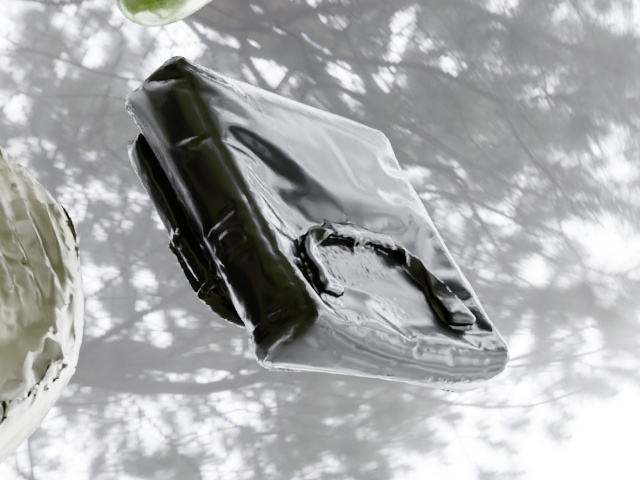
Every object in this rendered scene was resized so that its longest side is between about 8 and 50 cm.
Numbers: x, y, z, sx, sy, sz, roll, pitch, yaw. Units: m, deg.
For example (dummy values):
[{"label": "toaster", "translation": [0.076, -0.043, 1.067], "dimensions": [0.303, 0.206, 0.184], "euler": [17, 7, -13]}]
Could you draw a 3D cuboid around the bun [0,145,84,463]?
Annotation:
[{"label": "bun", "translation": [-0.315, 0.031, 0.833], "dimensions": [0.234, 0.362, 0.326], "euler": [-39, -96, 26]}]

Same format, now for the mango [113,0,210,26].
[{"label": "mango", "translation": [-0.114, -0.229, 1.148], "dimensions": [0.117, 0.163, 0.089], "euler": [-20, -72, 45]}]

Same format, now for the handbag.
[{"label": "handbag", "translation": [0.000, 0.000, 0.993], "dimensions": [0.088, 0.275, 0.244], "euler": [-42, -120, 20]}]
